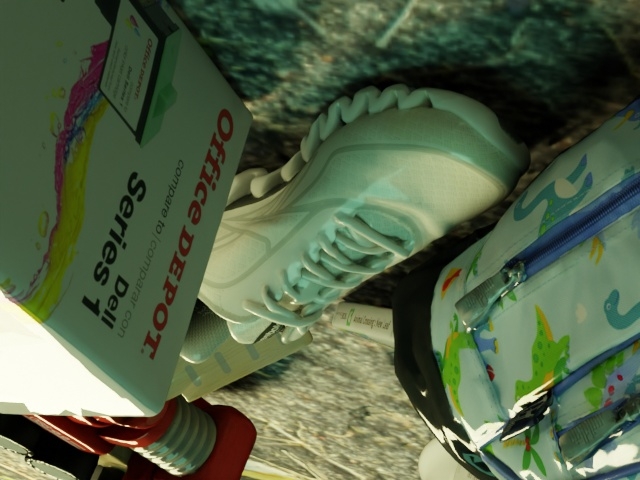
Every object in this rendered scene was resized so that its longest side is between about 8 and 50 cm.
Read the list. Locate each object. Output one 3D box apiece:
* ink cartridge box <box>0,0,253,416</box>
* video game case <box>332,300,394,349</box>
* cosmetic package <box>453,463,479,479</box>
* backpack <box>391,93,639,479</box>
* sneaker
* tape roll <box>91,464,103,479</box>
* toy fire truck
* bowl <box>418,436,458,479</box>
[{"bbox_3d":[-0.163,-0.061,0.649,0.117,0.201,0.278,-2,147,28],"label":"ink cartridge box"},{"bbox_3d":[0.125,0.087,0.881,0.212,0.023,0.193,20,176,-10],"label":"video game case"},{"bbox_3d":[0.224,0.194,0.953,0.231,0.085,0.117,23,174,-11],"label":"cosmetic package"},{"bbox_3d":[0.225,0.034,0.616,0.290,0.273,0.355,14,139,-16],"label":"backpack"},{"bbox_3d":[0.000,0.000,0.771,0.110,0.118,0.292,35,144,-29],"label":"sneaker"},{"bbox_3d":[-0.218,0.345,1.367,0.072,0.219,0.219,4,149,18],"label":"tape roll"},{"bbox_3d":[-0.112,0.130,1.047,0.246,0.158,0.217,2,150,42],"label":"toy fire truck"},{"bbox_3d":[0.219,0.273,1.128,0.298,0.134,0.298,11,152,6],"label":"bowl"}]
